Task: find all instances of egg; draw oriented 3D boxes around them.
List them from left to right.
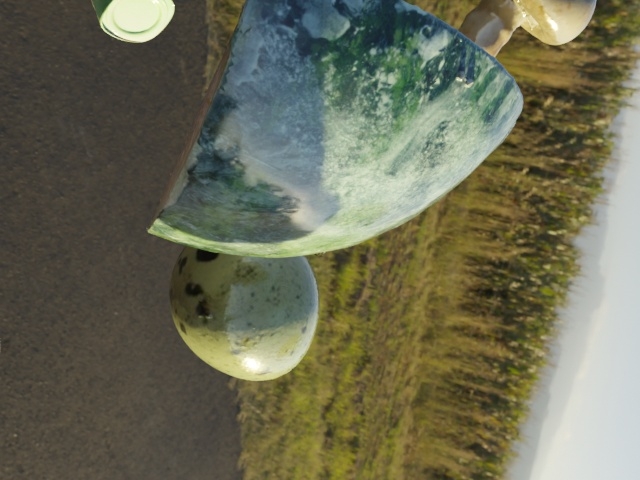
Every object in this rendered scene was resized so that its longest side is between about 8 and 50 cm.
[{"bbox_3d":[-0.085,0.079,0.808,0.177,0.177,0.228,-61,143,-38],"label":"egg"}]

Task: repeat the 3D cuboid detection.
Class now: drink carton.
[{"bbox_3d":[-0.307,-0.403,1.052,0.146,0.142,0.144,-38,157,28],"label":"drink carton"}]

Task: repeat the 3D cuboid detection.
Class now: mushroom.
[{"bbox_3d":[0.299,-0.358,0.981,0.206,0.206,0.209,-45,159,-57],"label":"mushroom"}]

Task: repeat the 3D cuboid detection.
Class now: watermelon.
[{"bbox_3d":[0.018,-0.113,0.496,0.320,0.290,0.213,110,-34,-50],"label":"watermelon"}]

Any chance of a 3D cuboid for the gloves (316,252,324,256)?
[{"bbox_3d":[0.002,0.000,1.087,0.044,0.037,0.081,125,-24,-59],"label":"gloves"}]
